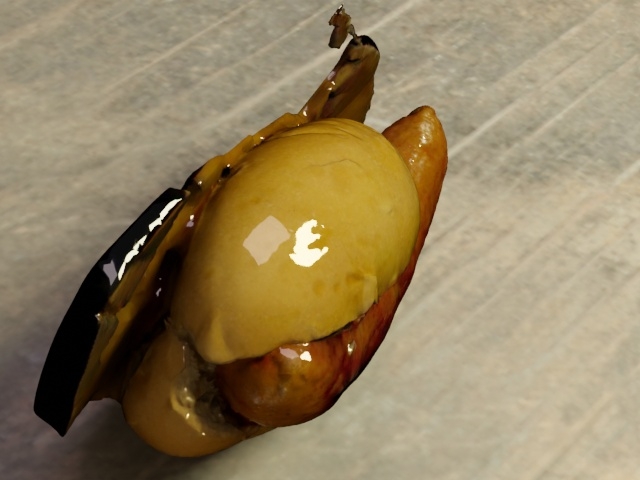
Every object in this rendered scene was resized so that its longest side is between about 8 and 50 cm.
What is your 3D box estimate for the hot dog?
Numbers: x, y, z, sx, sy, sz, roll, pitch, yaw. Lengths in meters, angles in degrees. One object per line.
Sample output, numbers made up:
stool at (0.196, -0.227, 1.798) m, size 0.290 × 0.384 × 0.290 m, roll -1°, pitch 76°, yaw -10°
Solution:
hot dog at (-0.003, 0.005, 0.839) m, size 0.107 × 0.194 × 0.326 m, roll 34°, pitch 46°, yaw 6°
